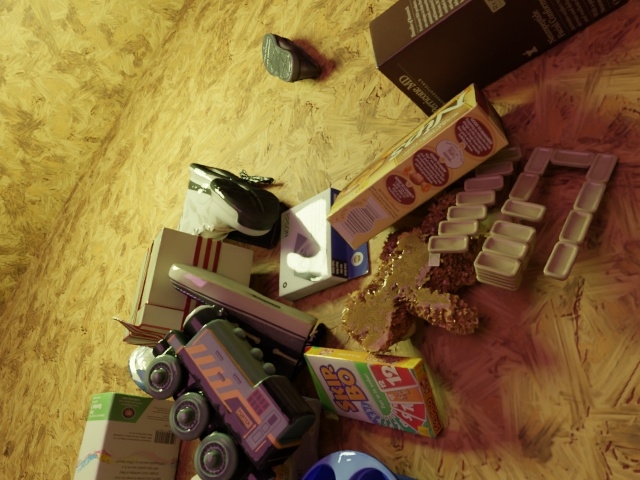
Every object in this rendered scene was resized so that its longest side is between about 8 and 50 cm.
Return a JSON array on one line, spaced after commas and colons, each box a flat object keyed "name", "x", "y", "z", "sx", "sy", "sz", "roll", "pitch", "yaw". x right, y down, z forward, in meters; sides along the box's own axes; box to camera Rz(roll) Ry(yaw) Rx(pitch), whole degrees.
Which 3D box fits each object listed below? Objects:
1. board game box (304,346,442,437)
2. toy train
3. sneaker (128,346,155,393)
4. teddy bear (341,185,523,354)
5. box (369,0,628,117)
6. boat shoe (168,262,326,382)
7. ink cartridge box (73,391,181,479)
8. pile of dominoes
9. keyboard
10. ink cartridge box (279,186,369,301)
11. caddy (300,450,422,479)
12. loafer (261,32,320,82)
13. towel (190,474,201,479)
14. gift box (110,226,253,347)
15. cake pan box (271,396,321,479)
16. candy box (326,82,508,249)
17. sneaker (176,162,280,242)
[{"name": "board game box", "x": 0.072, "y": 0.247, "z": 0.838, "sx": 0.260, "sy": 0.039, "sz": 0.124, "roll": -5, "pitch": 108, "yaw": 47}, {"name": "toy train", "x": -0.162, "y": 0.265, "z": 0.862, "sx": 0.190, "sy": 0.142, "sz": 0.334, "roll": -46, "pitch": 62, "yaw": 1}, {"name": "sneaker", "x": -0.415, "y": 0.271, "z": 1.300, "sx": 0.131, "sy": 0.112, "sz": 0.296, "roll": -45, "pitch": 31, "yaw": 11}, {"name": "teddy bear", "x": 0.184, "y": 0.054, "z": 0.835, "sx": 0.245, "sy": 0.113, "sz": 0.337, "roll": 23, "pitch": 80, "yaw": 42}, {"name": "box", "x": 0.294, "y": -0.402, "z": 0.873, "sx": 0.382, "sy": 0.191, "sz": 0.143, "roll": -26, "pitch": 53, "yaw": 36}, {"name": "boat shoe", "x": -0.173, "y": 0.176, "z": 1.001, "sx": 0.341, "sy": 0.127, "sz": 0.158, "roll": 24, "pitch": 93, "yaw": 8}, {"name": "ink cartridge box", "x": -0.450, "y": 0.514, "z": 1.167, "sx": 0.117, "sy": 0.201, "sz": 0.278, "roll": -18, "pitch": 58, "yaw": 39}, {"name": "pile of dominoes", "x": 0.298, "y": -0.042, "z": 0.740, "sx": 0.196, "sy": 0.040, "sz": 0.251, "roll": 17, "pitch": 60, "yaw": 36}, {"name": "keyboard", "x": -0.189, "y": -0.092, "z": 1.342, "sx": 0.317, "sy": 0.033, "sz": 0.201, "roll": 13, "pitch": 86, "yaw": 48}, {"name": "ink cartridge box", "x": 0.000, "y": 0.000, "z": 1.083, "sx": 0.224, "sy": 0.045, "sz": 0.223, "roll": -25, "pitch": 54, "yaw": 36}, {"name": "caddy", "x": 0.055, "y": 0.474, "z": 0.679, "sx": 0.241, "sy": 0.179, "sz": 0.341, "roll": -17, "pitch": 58, "yaw": 39}, {"name": "loafer", "x": -0.092, "y": -0.523, "z": 1.437, "sx": 0.302, "sy": 0.095, "sz": 0.109, "roll": -123, "pitch": 37, "yaw": -50}, {"name": "towel", "x": -0.158, "y": 0.536, "z": 0.877, "sx": 0.187, "sy": 0.049, "sz": 0.282, "roll": -41, "pitch": 53, "yaw": 29}, {"name": "gift box", "x": -0.330, "y": 0.144, "z": 1.154, "sx": 0.255, "sy": 0.277, "sz": 0.257, "roll": 140, "pitch": 138, "yaw": -57}, {"name": "cake pan box", "x": -0.113, "y": 0.422, "z": 0.945, "sx": 0.246, "sy": 0.070, "sz": 0.266, "roll": -5, "pitch": 76, "yaw": 46}, {"name": "candy box", "x": 0.167, "y": -0.131, "z": 0.884, "sx": 0.317, "sy": 0.087, "sz": 0.183, "roll": -35, "pitch": 14, "yaw": 28}, {"name": "sneaker", "x": -0.250, "y": -0.029, "z": 1.272, "sx": 0.447, "sy": 0.169, "sz": 0.257, "roll": 34, "pitch": 111, "yaw": 56}]
